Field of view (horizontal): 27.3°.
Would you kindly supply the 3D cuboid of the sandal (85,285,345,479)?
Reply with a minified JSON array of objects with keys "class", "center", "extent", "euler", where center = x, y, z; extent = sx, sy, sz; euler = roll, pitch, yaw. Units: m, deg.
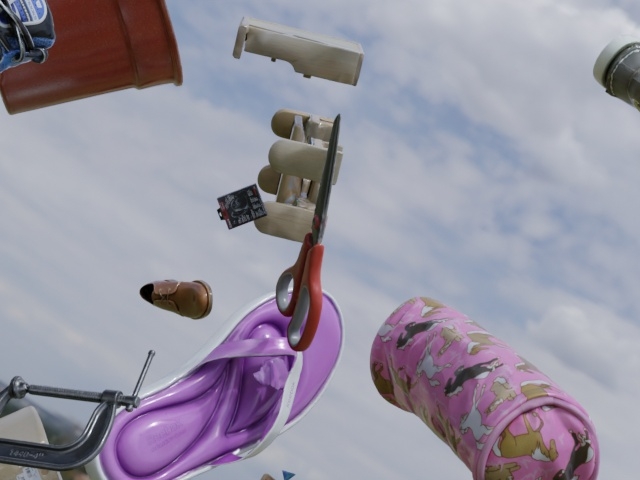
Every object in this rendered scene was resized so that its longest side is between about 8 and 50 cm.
[{"class":"sandal","center":[-0.102,0.198,1.642],"extent":[0.102,0.416,0.169],"euler":[-8,-68,54]}]

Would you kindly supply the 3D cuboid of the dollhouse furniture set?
[{"class":"dollhouse furniture set","center":[-0.083,-0.234,2.714],"extent":[0.257,0.394,0.362],"euler":[13,15,-5]}]

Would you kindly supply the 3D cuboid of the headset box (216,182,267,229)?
[{"class":"headset box","center":[-0.144,-0.060,2.371],"extent":[0.032,0.083,0.062],"euler":[-90,158,-83]}]

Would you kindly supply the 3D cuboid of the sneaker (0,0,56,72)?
[{"class":"sneaker","center":[-0.326,-0.198,1.181],"extent":[0.147,0.330,0.129],"euler":[-11,-61,10]}]

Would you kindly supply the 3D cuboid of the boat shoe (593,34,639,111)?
[{"class":"boat shoe","center":[0.508,-0.206,1.841],"extent":[0.305,0.109,0.091],"euler":[9,30,-39]}]

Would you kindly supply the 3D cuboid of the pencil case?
[{"class":"pencil case","center":[0.190,0.200,1.629],"extent":[0.160,0.167,0.386],"euler":[33,4,-25]}]

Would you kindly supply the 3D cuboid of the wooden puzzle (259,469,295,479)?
[{"class":"wooden puzzle","center":[-0.090,0.424,2.165],"extent":[0.014,0.116,0.079],"euler":[36,-12,-37]}]

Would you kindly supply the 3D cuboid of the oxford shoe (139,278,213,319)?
[{"class":"oxford shoe","center":[-0.273,0.111,2.486],"extent":[0.076,0.076,0.212],"euler":[2,-1,-36]}]

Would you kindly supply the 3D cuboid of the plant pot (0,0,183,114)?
[{"class":"plant pot","center":[-0.378,-0.323,1.989],"extent":[0.272,0.265,0.272],"euler":[161,-90,-79]}]

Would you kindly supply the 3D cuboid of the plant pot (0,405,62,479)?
[{"class":"plant pot","center":[-0.368,0.278,1.594],"extent":[0.096,0.109,0.109],"euler":[12,-58,63]}]

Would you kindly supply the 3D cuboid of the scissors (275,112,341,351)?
[{"class":"scissors","center":[0.000,0.000,1.551],"extent":[0.021,0.297,0.109],"euler":[2,39,-24]}]

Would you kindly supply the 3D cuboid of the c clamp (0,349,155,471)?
[{"class":"c clamp","center":[-0.245,0.160,1.237],"extent":[0.161,0.137,0.022],"euler":[0,-43,14]}]
